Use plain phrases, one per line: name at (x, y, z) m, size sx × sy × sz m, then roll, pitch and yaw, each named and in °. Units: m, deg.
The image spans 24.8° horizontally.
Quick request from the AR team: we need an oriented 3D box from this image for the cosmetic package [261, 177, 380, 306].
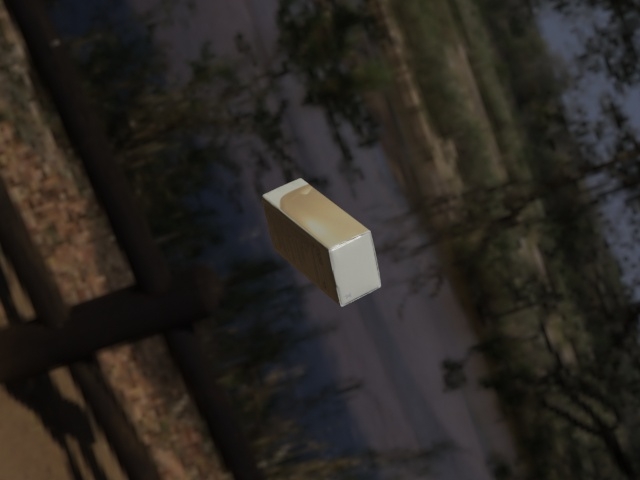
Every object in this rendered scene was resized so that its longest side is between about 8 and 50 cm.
cosmetic package at (0.000, 0.000, 1.202) m, size 0.115 × 0.041 × 0.060 m, roll 40°, pitch -31°, yaw 49°
